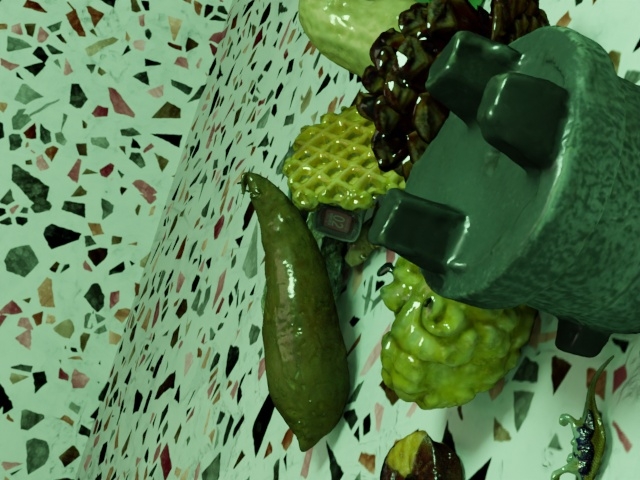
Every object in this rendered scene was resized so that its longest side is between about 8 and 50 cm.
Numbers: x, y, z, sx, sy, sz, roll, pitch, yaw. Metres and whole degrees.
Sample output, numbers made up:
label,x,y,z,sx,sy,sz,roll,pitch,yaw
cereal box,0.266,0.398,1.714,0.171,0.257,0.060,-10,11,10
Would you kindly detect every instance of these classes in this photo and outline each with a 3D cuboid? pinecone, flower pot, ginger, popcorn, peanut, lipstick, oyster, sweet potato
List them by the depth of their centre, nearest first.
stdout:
label,x,y,z,sx,sy,sz,roll,pitch,yaw
flower pot,0.206,-0.051,1.058,0.299,0.283,0.299,-47,32,41
popcorn,0.146,0.088,1.244,0.218,0.170,0.189,-52,26,27
pinecone,0.176,-0.188,1.328,0.296,0.242,0.298,-31,33,52
sweet potato,-0.035,0.101,1.613,0.130,0.131,0.422,165,97,-66
peanut,0.096,-0.310,1.639,0.319,0.148,0.147,38,112,25
ginger,0.093,-0.013,1.661,0.173,0.051,0.069,136,149,-59
lipstick,0.058,-0.116,1.727,0.079,0.078,0.252,102,-174,-49
oyster,-0.018,0.056,1.757,0.158,0.162,0.350,-14,65,38

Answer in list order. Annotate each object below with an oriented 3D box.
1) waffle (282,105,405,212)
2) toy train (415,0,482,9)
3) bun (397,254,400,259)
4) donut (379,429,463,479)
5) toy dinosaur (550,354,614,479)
label,x,y,z,sx,sy,sz,roll,pitch,yaw
waffle,0.064,-0.134,1.640,0.254,0.052,0.245,-9,41,16
toy train,0.126,-0.407,1.735,0.120,0.202,0.301,-50,14,-20
bun,0.152,0.000,1.421,0.141,0.083,0.140,4,-90,-75
donut,0.117,0.298,1.278,0.140,0.059,0.140,-52,25,38
toy dinosaur,0.256,0.198,1.056,0.058,0.037,0.180,-10,66,40
